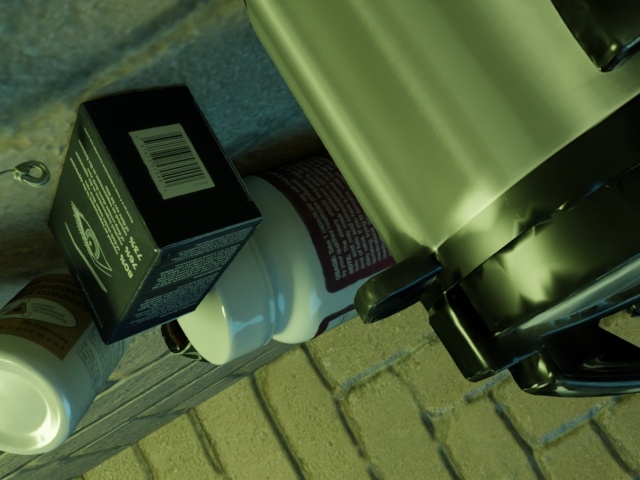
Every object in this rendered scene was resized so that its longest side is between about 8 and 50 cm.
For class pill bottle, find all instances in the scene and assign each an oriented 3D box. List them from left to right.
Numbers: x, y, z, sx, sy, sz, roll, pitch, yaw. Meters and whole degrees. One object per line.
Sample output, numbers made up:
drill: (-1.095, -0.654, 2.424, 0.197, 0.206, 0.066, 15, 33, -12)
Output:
pill bottle: (-0.277, 0.103, 0.716, 0.131, 0.131, 0.229, -37, -164, 22)
pill bottle: (0.000, 0.000, 0.885, 0.392, 0.224, 0.224, -22, 163, -31)

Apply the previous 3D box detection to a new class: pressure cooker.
pressure cooker: (0.186, -0.119, 0.462, 0.370, 0.421, 0.375, -40, 162, 35)

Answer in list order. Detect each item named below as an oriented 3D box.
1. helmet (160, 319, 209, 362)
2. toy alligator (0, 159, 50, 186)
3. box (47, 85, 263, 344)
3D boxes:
helmet: (-0.164, 0.123, 1.101, 0.161, 0.170, 0.169, 3, 147, -38)
toy alligator: (-0.290, -0.045, 0.487, 0.189, 0.056, 0.051, -20, 162, -37)
box: (-0.168, -0.018, 0.635, 0.108, 0.153, 0.207, -20, 163, -38)
